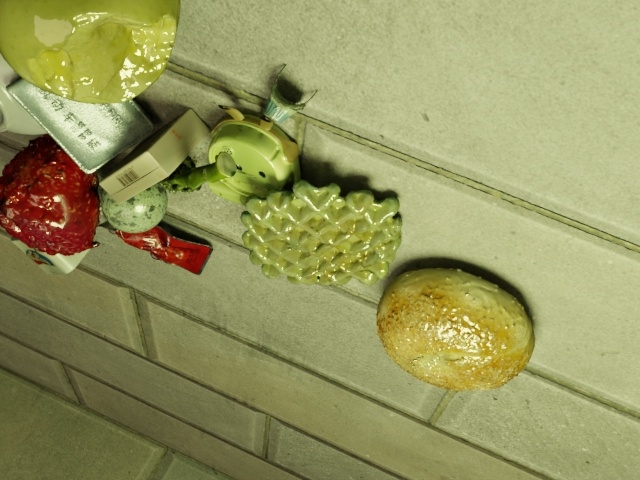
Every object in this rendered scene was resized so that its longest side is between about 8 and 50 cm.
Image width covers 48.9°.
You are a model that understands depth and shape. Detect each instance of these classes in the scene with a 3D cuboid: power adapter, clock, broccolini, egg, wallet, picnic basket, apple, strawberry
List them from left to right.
[{"bbox_3d":[-0.687,-0.026,1.746,0.130,0.125,0.205,-5,135,41],"label":"power adapter"},{"bbox_3d":[-0.569,-0.094,1.454,0.220,0.274,0.274,-4,161,-31],"label":"strawberry"},{"bbox_3d":[-0.333,-0.327,0.987,0.279,0.279,0.279,19,145,14],"label":"apple"},{"bbox_3d":[-0.417,-0.234,1.253,0.222,0.167,0.036,55,-177,-43],"label":"wallet"},{"bbox_3d":[-0.388,-0.081,1.456,0.132,0.132,0.172,45,155,-23],"label":"egg"},{"bbox_3d":[-0.208,-0.126,1.217,0.078,0.074,0.392,-5,-178,-26],"label":"broccolini"},{"bbox_3d":[-0.122,-0.150,1.228,0.170,0.069,0.232,20,145,13],"label":"clock"},{"bbox_3d":[-0.051,-0.222,1.100,0.065,0.083,0.083,34,102,-7],"label":"picnic basket"}]

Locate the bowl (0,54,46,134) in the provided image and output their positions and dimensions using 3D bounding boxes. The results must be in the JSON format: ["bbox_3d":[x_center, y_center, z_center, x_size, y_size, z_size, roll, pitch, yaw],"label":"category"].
[{"bbox_3d":[-0.582,-0.301,1.286,0.345,0.157,0.346,19,146,13],"label":"bowl"}]

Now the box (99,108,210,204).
[{"bbox_3d":[-0.307,-0.152,1.296,0.201,0.141,0.058,-20,118,46],"label":"box"}]

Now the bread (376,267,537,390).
[{"bbox_3d":[0.241,0.177,1.317,0.305,0.159,0.306,20,145,15],"label":"bread"}]

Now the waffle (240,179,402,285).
[{"bbox_3d":[0.000,0.000,1.284,0.291,0.056,0.309,4,148,-1],"label":"waffle"}]

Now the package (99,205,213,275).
[{"bbox_3d":[-0.387,0.001,1.622,0.269,0.071,0.194,30,161,-8],"label":"package"}]
